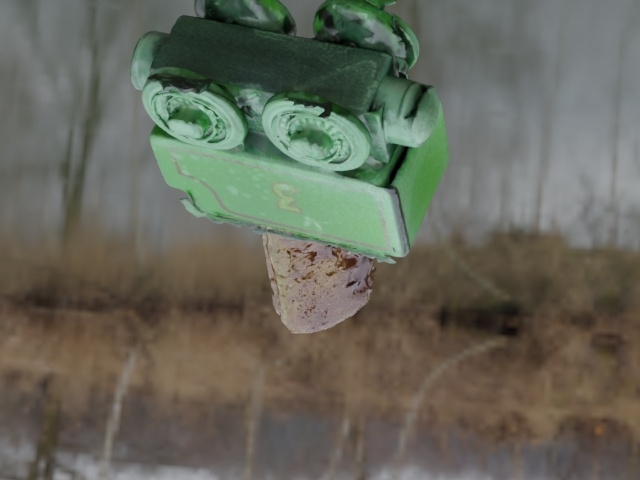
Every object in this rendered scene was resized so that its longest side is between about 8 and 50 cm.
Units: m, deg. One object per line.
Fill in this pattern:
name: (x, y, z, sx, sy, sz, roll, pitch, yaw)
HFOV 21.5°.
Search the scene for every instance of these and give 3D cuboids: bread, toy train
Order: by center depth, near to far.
toy train: (-0.021, -0.092, 1.281, 0.243, 0.132, 0.188, 14, 147, 19)
bread: (-0.001, -0.001, 1.960, 0.139, 0.077, 0.271, -26, 142, -16)
